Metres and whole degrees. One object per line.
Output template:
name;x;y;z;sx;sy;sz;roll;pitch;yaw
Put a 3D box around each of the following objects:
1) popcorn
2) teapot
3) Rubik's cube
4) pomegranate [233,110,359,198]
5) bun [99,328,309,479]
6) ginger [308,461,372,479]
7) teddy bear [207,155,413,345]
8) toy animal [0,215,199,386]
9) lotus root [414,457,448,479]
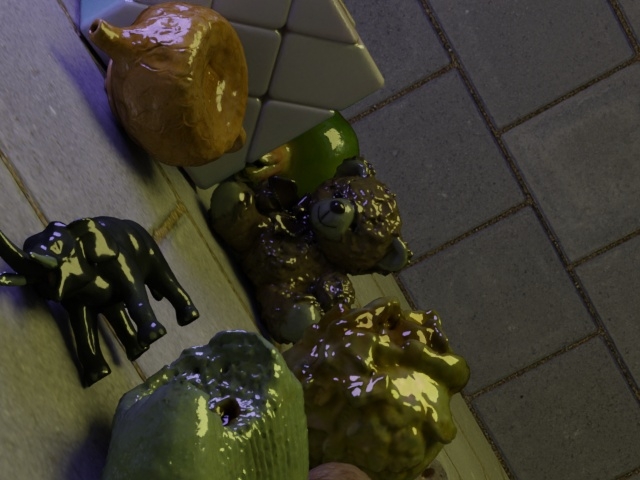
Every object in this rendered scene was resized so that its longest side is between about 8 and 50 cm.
popcorn;0.057;0.184;1.386;0.212;0.259;0.259;28;27;-35
teapot;-0.196;-0.193;1.413;0.311;0.167;0.203;50;48;-61
Rubik's cube;-0.137;-0.329;1.621;0.319;0.322;0.316;55;9;-33
pomegranate;-0.061;-0.144;1.906;0.236;0.236;0.302;63;20;11
bun;-0.097;0.167;0.853;0.212;0.126;0.203;34;54;-61
ginger;0.013;0.316;1.068;0.190;0.126;0.354;49;7;-10
teddy bear;0.000;0.000;1.607;0.267;0.256;0.156;63;4;11
toy animal;-0.187;0.041;0.904;0.137;0.082;0.269;59;11;9
lotus root;0.129;0.355;1.670;0.122;0.112;0.081;58;1;-11
